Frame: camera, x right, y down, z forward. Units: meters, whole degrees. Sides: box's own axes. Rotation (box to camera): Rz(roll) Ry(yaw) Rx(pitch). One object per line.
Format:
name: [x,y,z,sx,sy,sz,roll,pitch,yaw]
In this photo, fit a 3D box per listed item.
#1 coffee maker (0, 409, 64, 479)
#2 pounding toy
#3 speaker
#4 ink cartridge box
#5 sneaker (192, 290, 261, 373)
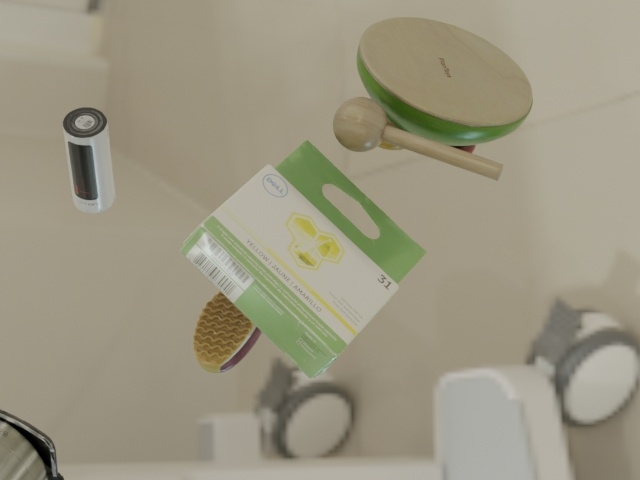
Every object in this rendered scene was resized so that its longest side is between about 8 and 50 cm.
coffee maker: [-0.285,0.248,1.453,0.120,0.178,0.171,3,130,32]
pounding toy: [0.104,-0.116,1.820,0.237,0.183,0.110,-65,-3,-54]
speaker: [-0.284,-0.097,2.251,0.136,0.055,0.055,91,155,-48]
ink cartridge box: [0.000,0.000,1.701,0.171,0.235,0.056,44,135,1]
sneaker: [-0.067,0.068,1.872,0.070,0.084,0.185,10,59,27]
